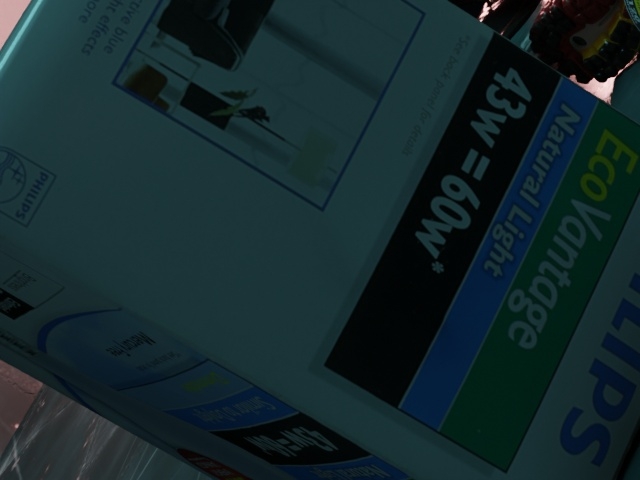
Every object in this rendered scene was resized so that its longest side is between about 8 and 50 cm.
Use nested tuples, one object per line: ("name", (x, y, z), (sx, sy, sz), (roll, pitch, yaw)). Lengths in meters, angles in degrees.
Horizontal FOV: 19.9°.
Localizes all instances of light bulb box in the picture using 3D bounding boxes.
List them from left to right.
("light bulb box", (-0.030, 0.001, 1.018), (0.225, 0.361, 0.358), (-62, 12, -15))

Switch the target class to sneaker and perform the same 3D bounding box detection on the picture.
("sneaker", (0.216, -0.196, 1.210), (0.225, 0.088, 0.092), (-40, 19, 57))

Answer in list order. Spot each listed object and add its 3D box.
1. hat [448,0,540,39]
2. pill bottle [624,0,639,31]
("hat", (0.084, -0.116, 1.398), (0.331, 0.134, 0.331), (-34, 23, 16))
("pill bottle", (0.228, -0.137, 0.949), (0.103, 0.103, 0.184), (-57, 10, 5))
